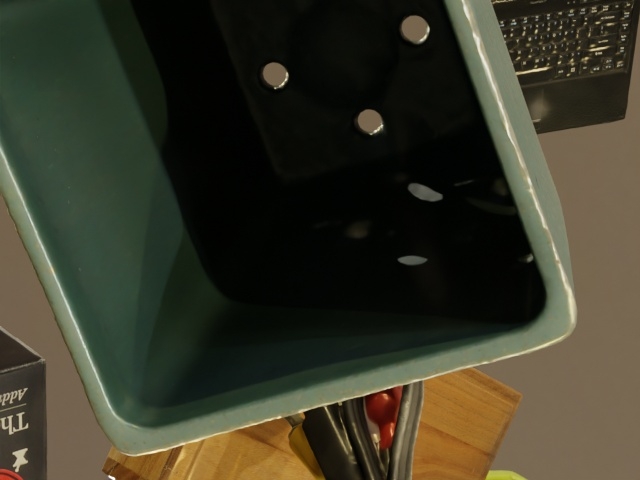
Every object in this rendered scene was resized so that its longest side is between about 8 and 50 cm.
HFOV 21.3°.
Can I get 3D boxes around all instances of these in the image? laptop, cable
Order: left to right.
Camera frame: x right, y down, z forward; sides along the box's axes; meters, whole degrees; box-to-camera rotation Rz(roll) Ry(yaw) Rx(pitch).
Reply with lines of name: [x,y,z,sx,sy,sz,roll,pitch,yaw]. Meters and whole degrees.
cable: [0.054,0.182,1.202,0.139,0.072,0.287,-44,-133,22]
laptop: [0.232,-0.182,1.649,0.136,0.234,0.264,-118,-157,-50]

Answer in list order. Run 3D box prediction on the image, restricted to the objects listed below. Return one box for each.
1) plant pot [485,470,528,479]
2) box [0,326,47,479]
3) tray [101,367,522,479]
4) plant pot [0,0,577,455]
plant pot: [0.156,0.371,1.706,0.228,0.227,0.207,32,-66,51]
box: [-0.372,0.229,1.164,0.179,0.343,0.312,27,-58,47]
tray: [0.013,0.160,1.432,0.076,0.411,0.203,22,-95,38]
plant pot: [-0.010,-0.072,0.902,0.247,0.252,0.248,-17,-76,16]
